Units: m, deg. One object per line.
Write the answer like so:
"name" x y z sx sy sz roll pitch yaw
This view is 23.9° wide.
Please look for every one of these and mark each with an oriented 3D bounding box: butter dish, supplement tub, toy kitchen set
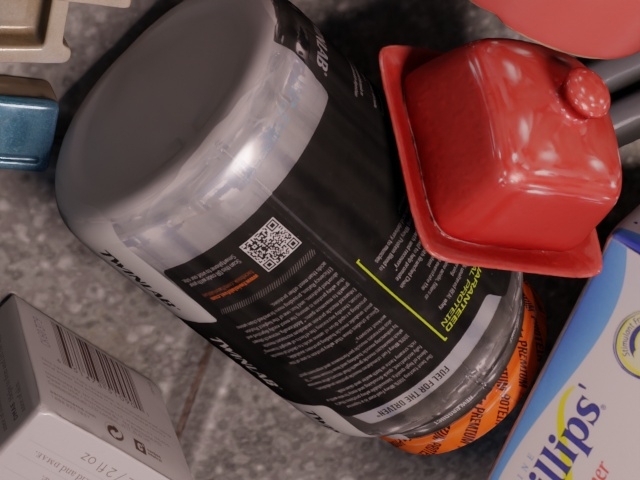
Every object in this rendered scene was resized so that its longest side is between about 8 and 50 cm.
"butter dish" 0.135 -0.069 0.959 0.160 0.160 0.118 6 152 -34
"supplement tub" 0.000 0.000 1.046 0.207 0.207 0.338 -43 124 7
"toy kitchen set" -0.201 -0.119 0.921 0.122 0.166 0.207 4 118 -23

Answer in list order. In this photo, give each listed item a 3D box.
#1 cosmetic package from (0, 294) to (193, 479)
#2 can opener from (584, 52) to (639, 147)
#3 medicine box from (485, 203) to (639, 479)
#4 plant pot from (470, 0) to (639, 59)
"cosmetic package" -0.216 0.174 1.100 0.151 0.151 0.183 36 102 -33
"can opener" 0.293 -0.147 1.141 0.280 0.074 0.093 -26 156 2
"medicine box" 0.261 0.108 1.159 0.289 0.149 0.263 -30 146 -62
"plant pot" 0.191 -0.263 0.928 0.275 0.275 0.243 10 137 -26
